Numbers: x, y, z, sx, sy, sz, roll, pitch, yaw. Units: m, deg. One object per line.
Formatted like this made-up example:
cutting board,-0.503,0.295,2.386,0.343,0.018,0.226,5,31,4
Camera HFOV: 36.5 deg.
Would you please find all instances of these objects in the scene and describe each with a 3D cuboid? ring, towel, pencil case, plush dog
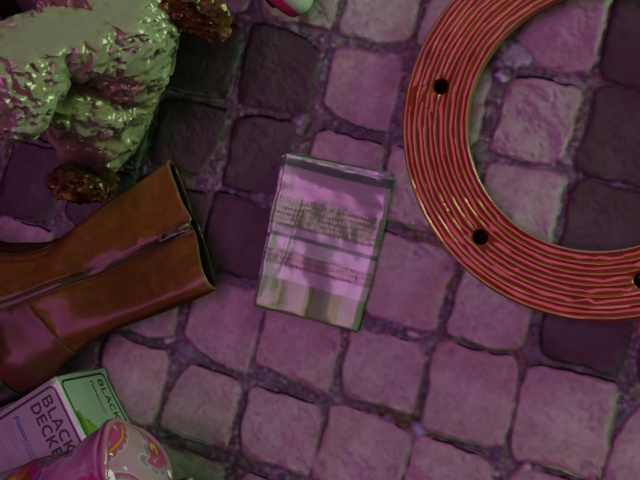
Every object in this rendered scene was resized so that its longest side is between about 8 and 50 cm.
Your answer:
ring,0.236,-0.099,0.823,0.337,0.032,0.336,-1,87,19
towel,0.000,0.000,0.905,0.113,0.023,0.151,13,93,20
pencil case,-0.255,0.254,0.845,0.284,0.124,0.124,-26,80,16
plush dog,-0.203,-0.160,0.894,0.211,0.225,0.262,5,61,-15

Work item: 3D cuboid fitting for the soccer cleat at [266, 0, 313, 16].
soccer cleat,-0.078,-0.365,0.896,0.143,0.116,0.331,-36,77,15

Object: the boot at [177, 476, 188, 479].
boot,-0.099,0.328,0.911,0.082,0.106,0.219,-13,111,-10

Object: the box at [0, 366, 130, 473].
box,-0.312,0.268,0.970,0.290,0.087,0.169,-31,79,15

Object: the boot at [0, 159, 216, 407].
boot,-0.267,-0.003,0.964,0.281,0.096,0.264,-31,63,9

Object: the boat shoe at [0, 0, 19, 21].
boat shoe,-0.348,-0.227,1.013,0.060,0.064,0.178,-35,80,13
